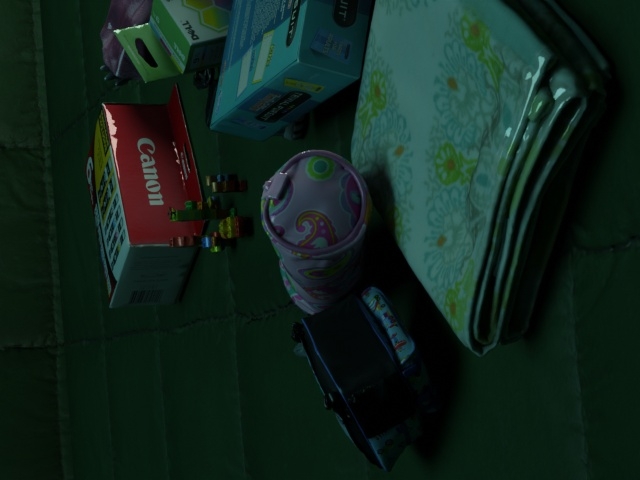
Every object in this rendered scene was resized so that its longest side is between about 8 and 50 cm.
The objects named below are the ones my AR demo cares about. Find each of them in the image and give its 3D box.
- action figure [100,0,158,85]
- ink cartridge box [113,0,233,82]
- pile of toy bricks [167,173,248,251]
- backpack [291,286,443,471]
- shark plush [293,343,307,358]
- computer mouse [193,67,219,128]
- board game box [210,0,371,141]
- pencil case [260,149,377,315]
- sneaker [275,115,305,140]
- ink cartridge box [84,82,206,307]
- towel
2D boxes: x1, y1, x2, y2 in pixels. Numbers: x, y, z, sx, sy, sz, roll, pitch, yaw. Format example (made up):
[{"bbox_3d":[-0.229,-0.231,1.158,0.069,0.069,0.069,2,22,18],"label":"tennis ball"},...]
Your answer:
[{"bbox_3d":[-0.205,-0.395,1.984,0.248,0.276,0.370,62,141,37],"label":"action figure"},{"bbox_3d":[-0.162,-0.291,1.870,0.109,0.209,0.062,57,149,27],"label":"ink cartridge box"},{"bbox_3d":[-0.189,-0.040,2.147,0.212,0.105,0.118,169,97,-69],"label":"pile of toy bricks"},{"bbox_3d":[0.062,0.160,1.513,0.173,0.117,0.158,62,179,-38],"label":"backpack"},{"bbox_3d":[0.024,0.129,1.672,0.161,0.067,0.073,-173,81,-69],"label":"shark plush"},{"bbox_3d":[-0.160,-0.228,2.152,0.242,0.041,0.071,-118,40,-60],"label":"computer mouse"},{"bbox_3d":[-0.029,-0.279,1.654,0.336,0.079,0.253,159,122,-68],"label":"board game box"},{"bbox_3d":[0.000,0.000,1.516,0.284,0.124,0.124,80,180,-74],"label":"pencil case"},{"bbox_3d":[-0.099,-0.208,1.898,0.223,0.098,0.083,-127,39,-55],"label":"sneaker"},{"bbox_3d":[-0.312,-0.083,2.427,0.272,0.130,0.309,117,144,-51],"label":"ink cartridge box"},{"bbox_3d":[0.129,-0.119,1.337,0.374,0.090,0.320,-118,33,-48],"label":"towel"}]
